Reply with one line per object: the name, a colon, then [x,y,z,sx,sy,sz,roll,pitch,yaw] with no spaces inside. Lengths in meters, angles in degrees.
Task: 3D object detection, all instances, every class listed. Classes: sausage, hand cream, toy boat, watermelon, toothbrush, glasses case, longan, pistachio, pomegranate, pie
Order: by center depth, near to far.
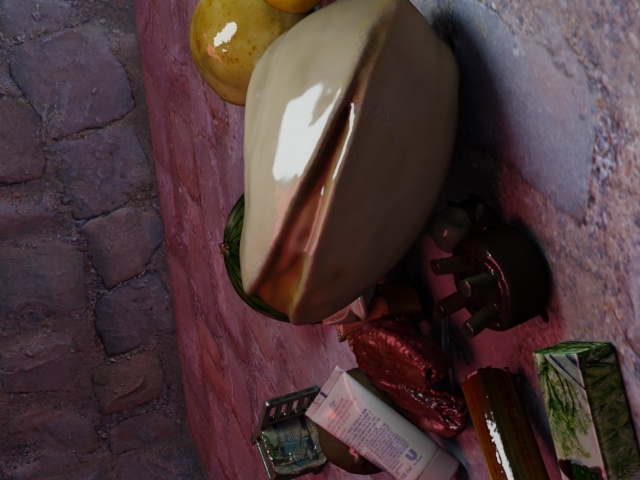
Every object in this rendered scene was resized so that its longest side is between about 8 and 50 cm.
glasses case: [0.313,0.253,1.156,0.095,0.062,0.272,165,91,-73]
sausage: [0.257,0.326,1.244,0.082,0.082,0.371,98,164,-49]
pistachio: [0.024,-0.109,1.322,0.365,0.282,0.445,-44,-24,-84]
toothbrush: [0.192,0.165,1.540,0.017,0.014,0.162,20,123,47]
pie: [0.136,0.203,1.540,0.204,0.054,0.218,26,149,37]
hand cream: [0.096,0.312,1.618,0.248,0.083,0.133,37,128,6]
toy boat: [0.095,0.137,1.686,0.310,0.089,0.115,148,117,-72]
longan: [0.078,0.307,1.744,0.189,0.189,0.189,166,90,-72]
pomegranate: [-0.118,-0.349,1.785,0.233,0.233,0.233,166,90,-72]
watermelon: [-0.104,0.034,2.083,0.331,0.190,0.330,165,90,-78]

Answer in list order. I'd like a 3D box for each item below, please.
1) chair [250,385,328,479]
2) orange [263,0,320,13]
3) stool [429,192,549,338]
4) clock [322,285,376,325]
chair: [-0.062,0.458,2.328,0.270,0.136,0.147,113,139,-60]
orange: [-0.052,-0.446,1.643,0.156,0.134,0.156,16,109,61]
stool: [0.195,0.029,1.266,0.217,0.121,0.125,60,158,29]
clock: [0.000,0.000,1.613,0.324,0.109,0.265,-136,44,-62]
